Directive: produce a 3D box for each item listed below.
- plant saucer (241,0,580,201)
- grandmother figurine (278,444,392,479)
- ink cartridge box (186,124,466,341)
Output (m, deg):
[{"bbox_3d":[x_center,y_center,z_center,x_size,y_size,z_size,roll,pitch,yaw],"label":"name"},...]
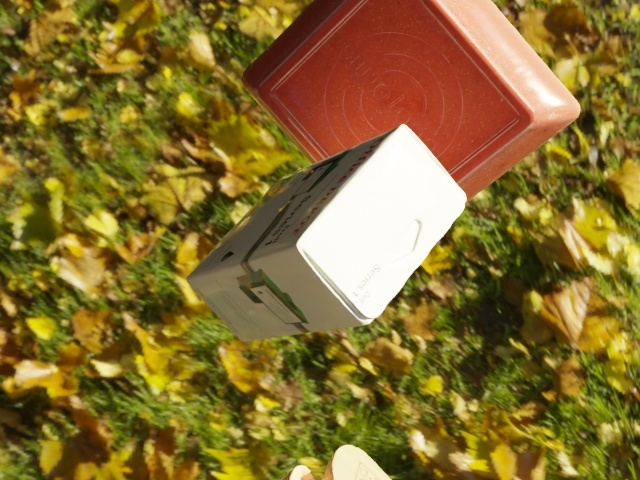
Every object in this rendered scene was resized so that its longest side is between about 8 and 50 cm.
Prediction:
[{"bbox_3d":[0.074,-0.140,0.945,0.258,0.048,0.259,48,121,-4],"label":"plant saucer"},{"bbox_3d":[-0.082,0.280,0.740,0.104,0.208,0.342,46,119,-7],"label":"grandmother figurine"},{"bbox_3d":[0.000,0.000,0.847,0.092,0.219,0.160,48,60,-14],"label":"ink cartridge box"}]
